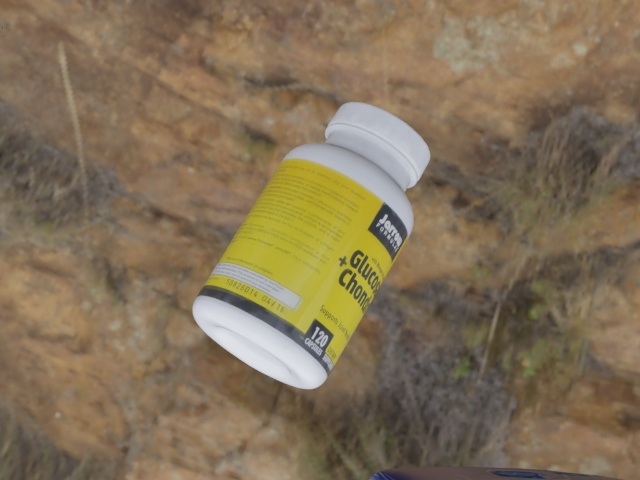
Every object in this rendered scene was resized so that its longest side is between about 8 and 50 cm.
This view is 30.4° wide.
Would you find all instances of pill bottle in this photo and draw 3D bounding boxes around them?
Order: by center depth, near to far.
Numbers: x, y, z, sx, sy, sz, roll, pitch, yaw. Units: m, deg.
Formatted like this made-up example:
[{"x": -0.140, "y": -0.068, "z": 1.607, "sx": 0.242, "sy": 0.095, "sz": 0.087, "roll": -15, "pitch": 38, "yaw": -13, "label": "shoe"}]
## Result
[{"x": 0.000, "y": 0.000, "z": 0.802, "sx": 0.103, "sy": 0.184, "sz": 0.103, "roll": 28, "pitch": 163, "yaw": 9, "label": "pill bottle"}]

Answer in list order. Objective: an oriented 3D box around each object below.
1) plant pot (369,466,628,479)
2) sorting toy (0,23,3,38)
[{"x": 0.138, "y": 0.199, "z": 0.383, "sx": 0.212, "sy": 0.236, "sz": 0.236, "roll": -2, "pitch": 179, "yaw": -6, "label": "plant pot"}, {"x": -0.123, "y": -0.084, "z": 0.376, "sx": 0.012, "sy": 0.083, "sz": 0.062, "roll": -14, "pitch": 132, "yaw": 13, "label": "sorting toy"}]
